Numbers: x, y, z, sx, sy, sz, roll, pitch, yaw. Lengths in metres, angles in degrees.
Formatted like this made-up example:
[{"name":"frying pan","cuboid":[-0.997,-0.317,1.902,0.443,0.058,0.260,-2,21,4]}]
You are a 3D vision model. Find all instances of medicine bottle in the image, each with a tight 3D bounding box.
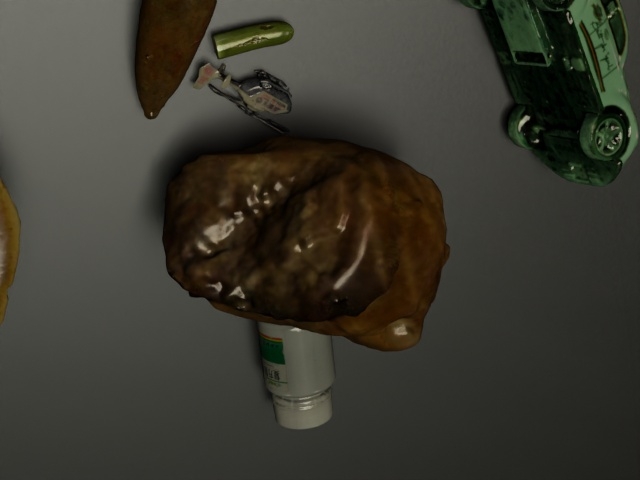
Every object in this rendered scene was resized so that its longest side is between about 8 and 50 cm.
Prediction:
[{"name":"medicine bottle","cuboid":[-0.025,0.134,1.611,0.080,0.080,0.130,-9,111,-11]}]

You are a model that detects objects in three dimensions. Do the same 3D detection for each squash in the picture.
[{"name":"squash","cuboid":[-0.068,-0.207,1.505,0.083,0.027,0.027,-16,112,-10]}]

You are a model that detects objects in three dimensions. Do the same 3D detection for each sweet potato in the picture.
[{"name":"sweet potato","cuboid":[-0.152,-0.287,1.428,0.108,0.079,0.346,-8,108,1]}]

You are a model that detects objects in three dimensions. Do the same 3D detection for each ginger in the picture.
[{"name":"ginger","cuboid":[0.000,-0.004,1.508,0.223,0.269,0.200,23,79,-58]}]

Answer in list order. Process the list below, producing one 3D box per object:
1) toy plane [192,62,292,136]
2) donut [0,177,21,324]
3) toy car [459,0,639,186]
[{"name":"toy plane","cuboid":[-0.072,-0.153,1.523,0.121,0.031,0.049,27,109,-25]},{"name":"donut","cuboid":[-0.457,-0.006,1.417,0.330,0.160,0.329,-3,99,-19]},{"name":"toy car","cuboid":[0.253,-0.206,1.538,0.125,0.136,0.305,-38,117,-23]}]
